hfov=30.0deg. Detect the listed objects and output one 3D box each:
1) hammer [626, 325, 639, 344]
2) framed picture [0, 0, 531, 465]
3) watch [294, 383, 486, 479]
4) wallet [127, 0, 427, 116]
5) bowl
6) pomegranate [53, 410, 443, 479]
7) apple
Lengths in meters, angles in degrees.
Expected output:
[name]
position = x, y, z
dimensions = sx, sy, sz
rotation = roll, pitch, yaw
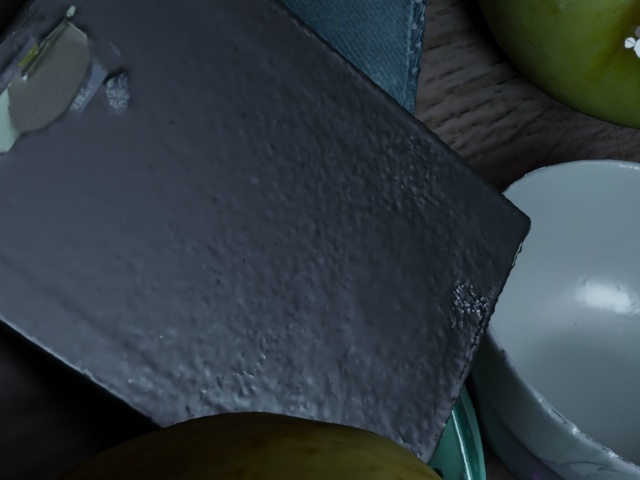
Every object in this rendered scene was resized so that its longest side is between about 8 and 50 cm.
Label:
[hammer]
position = 0.302, 0.210, 0.957
dimensions = 0.206, 0.119, 0.336
rotation = -27, 94, -45
[framed picture]
position = -0.037, -0.008, 0.638
dimensions = 0.324, 0.013, 0.244
rotation = 38, 62, -20
[watch]
position = 0.028, 0.158, 0.712
dimensions = 0.195, 0.068, 0.237
rotation = 16, 71, -43
[wallet]
position = -0.030, -0.227, 0.739
dimensions = 0.237, 0.075, 0.342
rotation = 18, 71, -35
[bowl]
position = 0.217, 0.091, 0.816
dimensions = 0.286, 0.144, 0.287
rotation = 10, 43, -9
[pomegranate]
position = -0.043, 0.223, 0.447
dimensions = 0.342, 0.342, 0.343
rotation = 12, 72, -43
[apple]
position = 0.258, -0.230, 0.879
dimensions = 0.292, 0.292, 0.254
rotation = 42, 43, -31
